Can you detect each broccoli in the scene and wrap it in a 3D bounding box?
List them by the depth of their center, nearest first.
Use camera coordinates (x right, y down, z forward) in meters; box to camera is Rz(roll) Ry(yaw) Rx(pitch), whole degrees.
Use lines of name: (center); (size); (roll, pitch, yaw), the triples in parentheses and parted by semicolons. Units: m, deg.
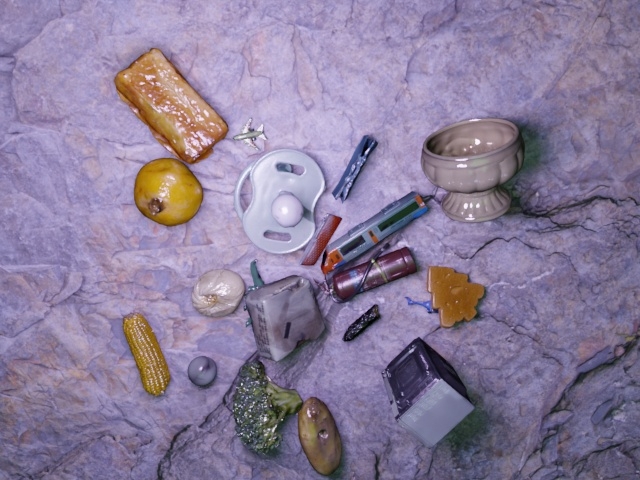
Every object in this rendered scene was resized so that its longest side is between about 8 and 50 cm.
broccoli: (-0.199, 0.593, 1.578); (0.245, 0.248, 0.288); (14, 94, -42)

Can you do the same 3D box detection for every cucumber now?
cucumber: (0.147, 0.301, 1.567); (0.181, 0.053, 0.053); (-43, 101, 11)

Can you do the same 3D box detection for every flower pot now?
flower pot: (0.463, -0.209, 1.336); (0.307, 0.307, 0.244); (-16, 121, 2)

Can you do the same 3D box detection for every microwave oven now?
microwave oven: (0.348, 0.502, 1.494); (0.181, 0.295, 0.237); (40, 100, -10)

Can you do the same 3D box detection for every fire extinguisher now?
fire extinguisher: (0.149, 0.113, 1.495); (0.341, 0.105, 0.141); (-21, 83, 4)

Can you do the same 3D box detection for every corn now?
corn: (-0.613, 0.396, 1.542); (0.102, 0.102, 0.313); (-13, 101, 2)

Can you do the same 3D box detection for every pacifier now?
pacifier: (-0.125, -0.111, 1.342); (0.288, 0.269, 0.343); (7, 101, -11)

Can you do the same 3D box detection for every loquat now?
loquat: (-0.474, -0.142, 1.337); (0.213, 0.246, 0.213); (0, 116, 0)

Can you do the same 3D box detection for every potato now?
potato: (-0.009, 0.706, 1.590); (0.141, 0.191, 0.296); (-9, 105, 13)

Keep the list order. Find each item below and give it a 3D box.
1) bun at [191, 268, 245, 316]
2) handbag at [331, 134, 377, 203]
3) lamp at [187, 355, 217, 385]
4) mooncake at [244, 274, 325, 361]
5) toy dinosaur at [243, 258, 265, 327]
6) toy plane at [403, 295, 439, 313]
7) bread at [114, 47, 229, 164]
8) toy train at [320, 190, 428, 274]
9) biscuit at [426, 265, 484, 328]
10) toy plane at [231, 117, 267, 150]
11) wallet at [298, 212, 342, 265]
bun: (-0.351, 0.183, 1.490); (0.188, 0.111, 0.164); (-8, 107, -3)
handbag: (0.108, -0.227, 1.384); (0.057, 0.144, 0.221); (29, 103, -2)
lamp: (-0.424, 0.467, 1.562); (0.105, 0.105, 0.105); (0, 104, -2)
mooncake: (-0.119, 0.248, 1.464); (0.136, 0.250, 0.254); (2, 108, 44)
toy dinosaur: (-0.228, 0.206, 1.518); (0.120, 0.079, 0.292); (-19, 106, -3)
toy plane: (0.382, 0.227, 1.558); (0.167, 0.054, 0.062); (10, 78, -5)
bread: (-0.449, -0.397, 1.319); (0.195, 0.149, 0.344); (-43, 104, -11)
toy train: (0.161, -0.026, 1.465); (0.409, 0.086, 0.089); (-32, 103, 6)
biscuit: (0.456, 0.183, 1.530); (0.212, 0.041, 0.239); (-40, 89, -10)
toy plane: (-0.231, -0.338, 1.400); (0.111, 0.040, 0.102); (-12, 102, 2)
wallet: (0.000, 0.000, 1.467); (0.020, 0.103, 0.196); (35, 101, 26)
